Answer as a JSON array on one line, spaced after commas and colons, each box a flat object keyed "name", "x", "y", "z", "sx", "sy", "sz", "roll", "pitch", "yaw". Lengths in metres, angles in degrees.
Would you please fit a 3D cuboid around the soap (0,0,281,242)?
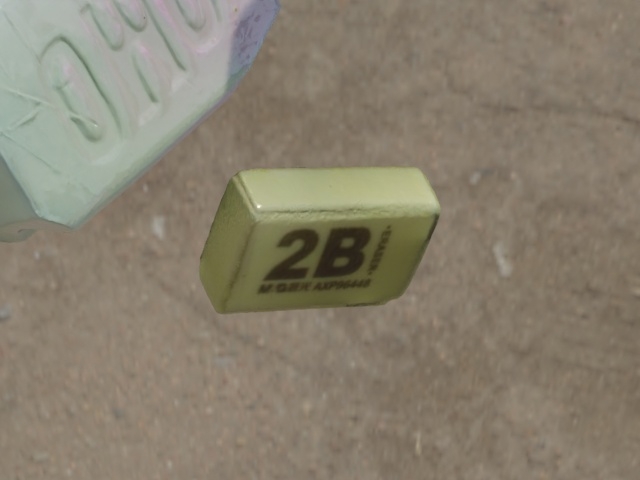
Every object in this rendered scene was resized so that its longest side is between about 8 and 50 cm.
[{"name": "soap", "x": -0.197, "y": -0.168, "z": 1.553, "sx": 0.115, "sy": 0.208, "sz": 0.347, "roll": -3, "pitch": 32, "yaw": 46}]

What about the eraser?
[{"name": "eraser", "x": 0.000, "y": 0.000, "z": 1.393, "sx": 0.172, "sy": 0.117, "sz": 0.058, "roll": -2, "pitch": 43, "yaw": -28}]
